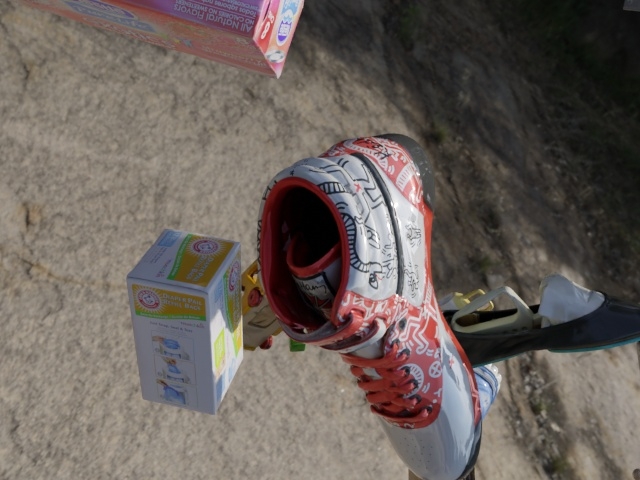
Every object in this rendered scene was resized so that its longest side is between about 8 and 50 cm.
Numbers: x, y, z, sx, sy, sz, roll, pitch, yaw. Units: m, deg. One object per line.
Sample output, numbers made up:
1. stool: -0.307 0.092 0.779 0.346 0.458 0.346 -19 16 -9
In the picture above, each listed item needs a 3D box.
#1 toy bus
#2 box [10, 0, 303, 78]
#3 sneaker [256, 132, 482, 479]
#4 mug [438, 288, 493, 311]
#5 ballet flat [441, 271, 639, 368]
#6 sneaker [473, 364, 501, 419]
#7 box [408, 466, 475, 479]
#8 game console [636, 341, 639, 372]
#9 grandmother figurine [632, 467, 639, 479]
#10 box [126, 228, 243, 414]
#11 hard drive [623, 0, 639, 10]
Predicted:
1. toy bus: -0.101 0.100 1.145 0.202 0.190 0.104 -11 52 1
2. box: -0.165 -0.265 0.632 0.300 0.142 0.154 17 1 3
3. sneaker: 0.032 0.067 0.484 0.145 0.090 0.269 -23 106 -53
4. mug: 0.221 0.110 1.110 0.078 0.062 0.064 -41 98 -16
5. ballet flat: 0.273 0.101 0.909 0.096 0.281 0.095 67 26 -14
6. sneaker: 0.180 0.234 1.320 0.330 0.129 0.147 30 45 0
7. box: 0.167 0.294 1.010 0.021 0.201 0.164 7 65 -11
8. game console: 0.565 0.339 1.110 0.293 0.174 0.250 54 54 -47
9. grandmother figurine: 0.717 0.524 1.413 0.104 0.342 0.208 -9 20 -29
10. box: -0.164 0.102 0.897 0.103 0.203 0.114 10 36 10
11. hard drive: 0.579 -0.423 1.172 0.135 0.094 0.022 22 26 37
